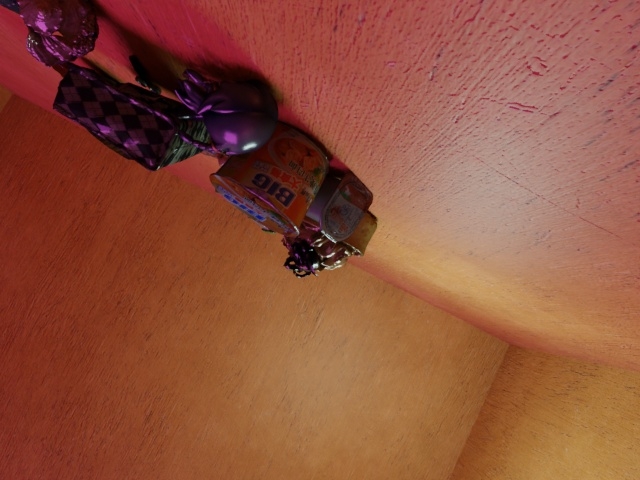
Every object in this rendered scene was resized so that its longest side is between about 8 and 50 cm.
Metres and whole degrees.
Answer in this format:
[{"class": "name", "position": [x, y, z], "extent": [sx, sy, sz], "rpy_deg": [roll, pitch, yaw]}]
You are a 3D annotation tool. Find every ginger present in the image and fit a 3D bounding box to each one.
[{"class": "ginger", "position": [-0.400, -0.335, 1.877], "extent": [0.089, 0.075, 0.288], "rpy_deg": [46, 170, -38]}]

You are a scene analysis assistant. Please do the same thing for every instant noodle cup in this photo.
[{"class": "instant noodle cup", "position": [-0.125, -0.174, 1.332], "extent": [0.297, 0.213, 0.296], "rpy_deg": [30, 167, 8]}]

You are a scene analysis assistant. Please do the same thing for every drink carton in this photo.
[{"class": "drink carton", "position": [0.013, -0.123, 1.476], "extent": [0.190, 0.191, 0.185], "rpy_deg": [30, 178, 33]}]

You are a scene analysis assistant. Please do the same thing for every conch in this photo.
[{"class": "conch", "position": [-0.592, -0.488, 1.116], "extent": [0.163, 0.178, 0.245], "rpy_deg": [39, -173, -21]}]

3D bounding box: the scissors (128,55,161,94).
[{"class": "scissors", "position": [-0.523, -0.488, 1.432], "extent": [0.088, 0.017, 0.220], "rpy_deg": [31, 173, -3]}]

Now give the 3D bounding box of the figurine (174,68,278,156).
[{"class": "figurine", "position": [-0.221, -0.298, 1.127], "extent": [0.175, 0.196, 0.265], "rpy_deg": [-23, -154, -40]}]

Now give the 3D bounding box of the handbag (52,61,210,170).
[{"class": "handbag", "position": [-0.490, -0.340, 1.339], "extent": [0.317, 0.180, 0.416], "rpy_deg": [28, -166, -6]}]

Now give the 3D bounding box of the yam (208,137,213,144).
[{"class": "yam", "position": [-0.444, -0.391, 1.719], "extent": [0.046, 0.046, 0.264], "rpy_deg": [25, 174, 19]}]

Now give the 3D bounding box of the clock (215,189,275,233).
[{"class": "clock", "position": [-0.207, -0.185, 1.695], "extent": [0.255, 0.219, 0.106], "rpy_deg": [40, 167, -28]}]

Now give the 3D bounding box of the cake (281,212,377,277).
[{"class": "cake", "position": [0.008, 0.004, 1.817], "extent": [0.333, 0.320, 0.332], "rpy_deg": [28, 174, 3]}]

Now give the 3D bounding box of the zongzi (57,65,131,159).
[{"class": "zongzi", "position": [-0.804, -0.494, 1.821], "extent": [0.432, 0.207, 0.403], "rpy_deg": [37, 176, 44]}]

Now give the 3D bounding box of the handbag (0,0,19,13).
[{"class": "handbag", "position": [-0.757, -0.608, 1.199], "extent": [0.271, 0.088, 0.175], "rpy_deg": [19, 178, 42]}]

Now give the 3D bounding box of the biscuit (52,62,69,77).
[{"class": "biscuit", "position": [-0.930, -0.627, 1.847], "extent": [0.182, 0.034, 0.215], "rpy_deg": [24, 170, 16]}]
